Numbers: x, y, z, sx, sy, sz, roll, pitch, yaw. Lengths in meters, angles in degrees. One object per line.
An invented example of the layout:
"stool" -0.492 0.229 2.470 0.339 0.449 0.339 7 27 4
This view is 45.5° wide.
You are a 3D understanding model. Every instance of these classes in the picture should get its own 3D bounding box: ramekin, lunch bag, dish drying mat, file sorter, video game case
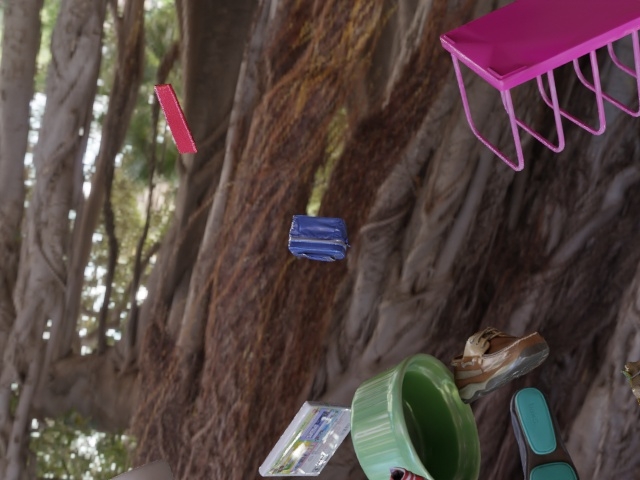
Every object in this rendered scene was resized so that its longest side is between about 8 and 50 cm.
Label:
"ramekin" 0.198 0.406 1.629 0.148 0.303 0.303 -27 171 32
"lunch bag" 0.000 0.000 1.222 0.099 0.065 0.067 5 169 11
"dish drying mat" -0.164 -0.138 0.870 0.032 0.083 0.008 3 -147 40
"file sorter" 0.374 -0.264 1.175 0.291 0.182 0.202 -25 -144 -3
"video game case" -0.020 0.464 1.781 0.193 0.212 0.023 18 -159 -46

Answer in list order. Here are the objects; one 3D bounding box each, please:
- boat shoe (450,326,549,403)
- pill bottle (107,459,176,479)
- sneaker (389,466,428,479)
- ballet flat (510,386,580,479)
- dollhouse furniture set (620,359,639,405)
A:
"boat shoe" 0.346 0.242 1.568 0.123 0.324 0.119 -18 -109 -23
"pill bottle" -0.198 0.455 0.976 0.176 0.176 0.318 -5 -116 -52
"sneaker" 0.129 0.445 1.364 0.067 0.118 0.042 34 -151 -23
"ballet flat" 0.295 0.294 1.002 0.074 0.074 0.203 7 -124 -23
"dollhouse furniture set" 0.613 0.173 1.110 0.151 0.301 0.197 50 -164 10
